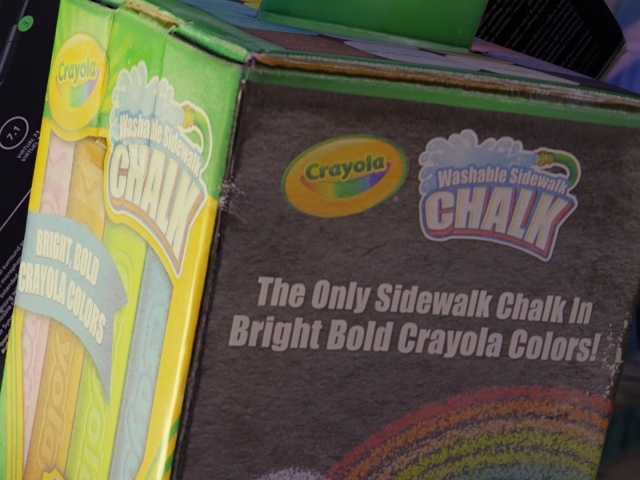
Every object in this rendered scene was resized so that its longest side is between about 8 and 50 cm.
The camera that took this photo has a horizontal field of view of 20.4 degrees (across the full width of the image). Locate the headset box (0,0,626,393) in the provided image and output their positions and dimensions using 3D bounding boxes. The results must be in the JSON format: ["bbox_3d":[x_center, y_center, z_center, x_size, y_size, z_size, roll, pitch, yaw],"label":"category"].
[{"bbox_3d":[-0.079,-0.068,0.681,0.283,0.131,0.246,33,84,37],"label":"headset box"}]

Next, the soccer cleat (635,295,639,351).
[{"bbox_3d":[0.217,-0.069,0.506,0.331,0.143,0.116,-49,59,-1],"label":"soccer cleat"}]

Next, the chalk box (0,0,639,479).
[{"bbox_3d":[0.000,0.000,0.489,0.132,0.132,0.213,30,112,59],"label":"chalk box"}]
